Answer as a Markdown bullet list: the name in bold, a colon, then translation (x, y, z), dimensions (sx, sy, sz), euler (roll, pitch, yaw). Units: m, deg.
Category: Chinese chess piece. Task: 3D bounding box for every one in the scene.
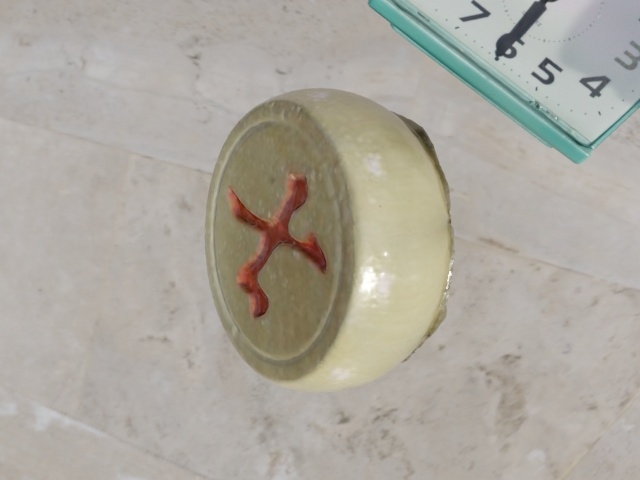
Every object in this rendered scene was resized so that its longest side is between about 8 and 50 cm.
- **Chinese chess piece**: translation (0.000, 0.000, 1.169), dimensions (0.338, 0.140, 0.338), euler (1, 91, 54)

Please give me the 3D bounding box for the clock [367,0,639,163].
- **clock**: translation (0.212, -0.236, 0.950), dimensions (0.262, 0.116, 0.231), euler (36, 130, -5)
